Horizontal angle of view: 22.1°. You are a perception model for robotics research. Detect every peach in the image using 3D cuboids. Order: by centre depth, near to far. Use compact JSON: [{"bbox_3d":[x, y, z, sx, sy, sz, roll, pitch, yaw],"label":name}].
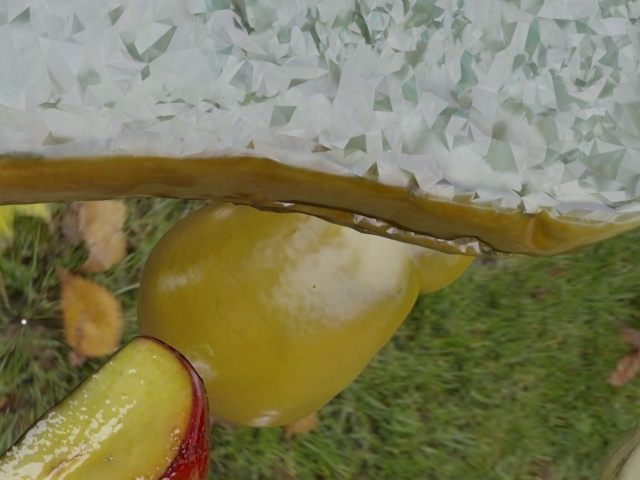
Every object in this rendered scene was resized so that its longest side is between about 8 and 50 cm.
[{"bbox_3d":[-0.064,0.069,0.481,0.050,0.083,0.077,41,106,16],"label":"peach"},{"bbox_3d":[0.000,0.000,0.968,0.153,0.251,0.251,40,81,-1],"label":"peach"}]

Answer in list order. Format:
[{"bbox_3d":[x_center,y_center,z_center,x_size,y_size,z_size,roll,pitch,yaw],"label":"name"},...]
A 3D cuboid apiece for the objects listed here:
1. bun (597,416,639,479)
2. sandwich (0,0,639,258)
[{"bbox_3d":[0.359,0.174,1.204,0.364,0.364,0.202,-15,89,-11],"label":"bun"},{"bbox_3d":[-0.019,-0.136,0.430,0.301,0.099,0.271,5,93,-14],"label":"sandwich"}]
